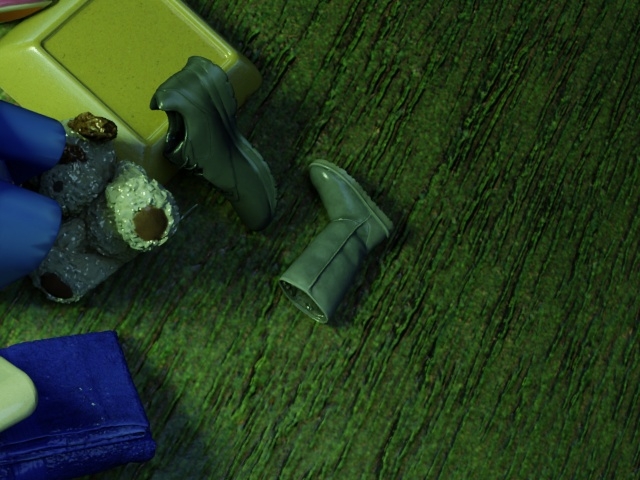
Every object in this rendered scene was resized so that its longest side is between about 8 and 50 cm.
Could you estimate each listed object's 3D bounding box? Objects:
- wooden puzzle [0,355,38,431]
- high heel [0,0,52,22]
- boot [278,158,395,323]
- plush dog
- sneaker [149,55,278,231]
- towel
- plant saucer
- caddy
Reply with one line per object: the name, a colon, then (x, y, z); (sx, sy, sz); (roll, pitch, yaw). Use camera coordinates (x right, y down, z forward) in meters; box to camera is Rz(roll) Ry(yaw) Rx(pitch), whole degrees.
wooden puzzle: (-0.562, 0.185, 1.579); (0.322, 0.348, 0.080); (-28, 123, -29)
high heel: (-0.528, -0.381, 1.918); (0.244, 0.082, 0.117); (-11, 86, -11)
boot: (0.000, -0.001, 2.021); (0.190, 0.076, 0.208); (44, 68, -1)
plush dog: (-0.323, -0.073, 1.840); (0.225, 0.262, 0.210); (54, 27, -9)
sneaker: (-0.166, -0.128, 1.937); (0.130, 0.109, 0.286); (-38, 113, -28)
towel: (-0.390, 0.221, 1.721); (0.308, 0.076, 0.227); (-7, 50, -26)
plant saucer: (-0.289, -0.275, 1.985); (0.333, 0.081, 0.333); (43, 61, -5)
caddy: (-0.480, -0.062, 1.694); (0.179, 0.341, 0.241); (14, 65, -37)
